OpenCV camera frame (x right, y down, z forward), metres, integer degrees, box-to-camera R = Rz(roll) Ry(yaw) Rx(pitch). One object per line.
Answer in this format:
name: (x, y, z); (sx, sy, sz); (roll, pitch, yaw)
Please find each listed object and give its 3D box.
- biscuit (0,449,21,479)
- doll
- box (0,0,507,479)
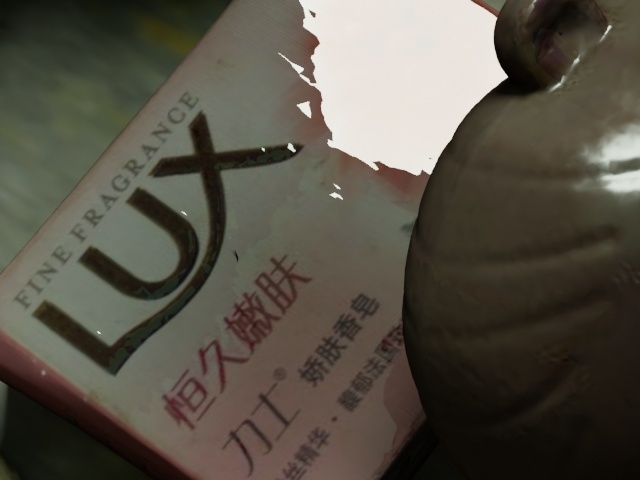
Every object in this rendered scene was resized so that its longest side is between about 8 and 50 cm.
biscuit: (-0.129, 0.088, 0.472); (0.120, 0.015, 0.120); (0, 71, 0)
doll: (0.086, 0.020, 0.420); (0.145, 0.188, 0.096); (-24, 30, -21)
box: (0.000, 0.000, 0.479); (0.111, 0.060, 0.156); (34, 74, 13)
